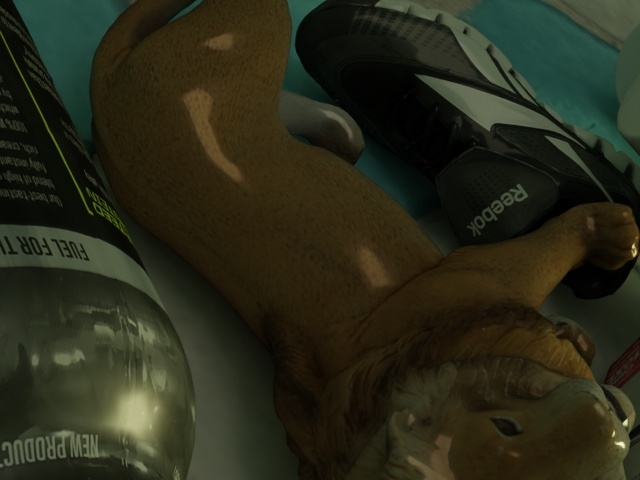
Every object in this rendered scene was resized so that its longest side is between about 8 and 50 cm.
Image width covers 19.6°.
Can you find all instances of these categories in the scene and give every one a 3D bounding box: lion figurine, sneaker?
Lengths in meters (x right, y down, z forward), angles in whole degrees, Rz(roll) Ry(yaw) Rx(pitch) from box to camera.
[{"bbox_3d":[0.000,0.000,0.840,0.392,0.142,0.240,39,40,22],"label":"lion figurine"},{"bbox_3d":[0.086,-0.046,0.996,0.234,0.078,0.106,34,33,-15],"label":"sneaker"}]

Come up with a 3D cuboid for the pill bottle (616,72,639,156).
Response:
[{"bbox_3d":[0.311,0.013,1.013,0.323,0.181,0.181,45,33,-15],"label":"pill bottle"}]

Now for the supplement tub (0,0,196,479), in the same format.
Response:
[{"bbox_3d":[-0.171,0.005,0.576,0.207,0.207,0.338,0,51,-44],"label":"supplement tub"}]

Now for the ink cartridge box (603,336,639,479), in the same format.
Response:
[{"bbox_3d":[0.204,0.149,0.875,0.172,0.100,0.237,40,35,-3],"label":"ink cartridge box"}]

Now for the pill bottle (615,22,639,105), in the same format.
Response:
[{"bbox_3d":[0.286,-0.100,1.223,0.193,0.108,0.108,3,50,-42],"label":"pill bottle"}]
